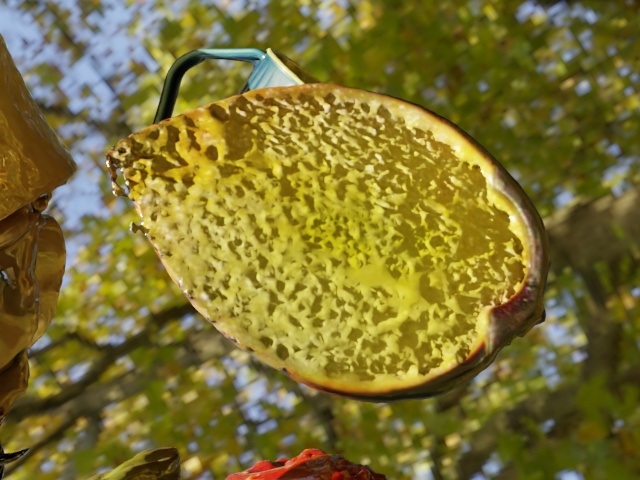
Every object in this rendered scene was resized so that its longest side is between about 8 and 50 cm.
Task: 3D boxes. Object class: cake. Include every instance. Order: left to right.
[{"bbox_3d":[-0.294,0.042,1.274,0.332,0.332,0.321,-37,-78,-44],"label":"cake"}]

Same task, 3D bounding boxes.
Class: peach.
[{"bbox_3d":[0.000,0.002,1.102,0.279,0.068,0.189,19,-115,-12],"label":"peach"}]

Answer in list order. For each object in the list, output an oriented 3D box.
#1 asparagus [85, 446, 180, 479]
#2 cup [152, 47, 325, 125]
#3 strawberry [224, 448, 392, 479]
[{"bbox_3d":[-0.147,0.189,0.945,0.080,0.080,0.287,52,-141,-7],"label":"asparagus"},{"bbox_3d":[-0.048,-0.046,1.288,0.176,0.155,0.131,38,-173,6],"label":"cup"},{"bbox_3d":[0.005,0.303,1.582,0.274,0.274,0.220,60,-146,1],"label":"strawberry"}]
